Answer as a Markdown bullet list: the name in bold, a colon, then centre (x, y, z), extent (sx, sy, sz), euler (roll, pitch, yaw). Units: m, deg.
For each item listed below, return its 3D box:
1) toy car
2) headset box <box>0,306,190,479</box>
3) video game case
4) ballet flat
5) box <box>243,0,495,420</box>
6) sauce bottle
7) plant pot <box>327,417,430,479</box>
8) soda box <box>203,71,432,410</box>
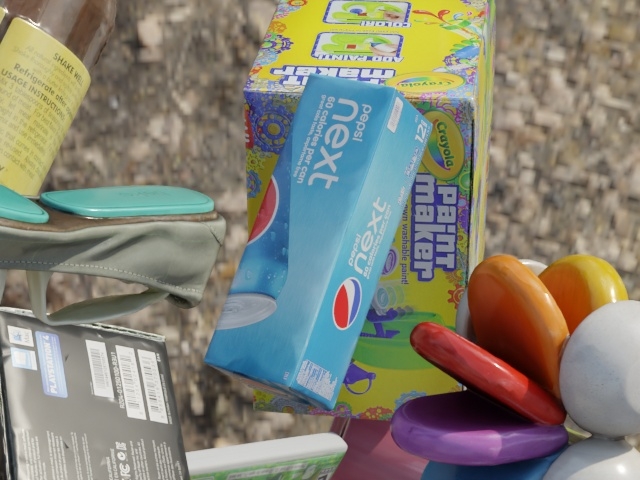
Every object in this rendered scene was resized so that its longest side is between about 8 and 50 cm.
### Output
- **toy car**: centre (0.105, 0.094, 0.984), extent (0.136, 0.182, 0.159), euler (5, 8, -30)
- **headset box**: centre (-0.203, 0.221, 1.098), extent (0.131, 0.283, 0.246), euler (14, 50, -36)
- **video game case**: centre (-0.092, 0.233, 1.338), extent (0.212, 0.193, 0.023), euler (-1, 37, -50)
- **ballet flat**: centre (-0.132, 0.005, 0.792), extent (0.213, 0.068, 0.072), euler (5, 15, -43)
- **box**: centre (0.048, -0.048, 1.466), extent (0.177, 0.290, 0.279), euler (3, 29, 7)
- **sauce bottle**: centre (-0.186, -0.101, 1.026), extent (0.111, 0.111, 0.344), euler (21, 72, 12)
- **plant pot**: centre (0.098, 0.201, 1.596), extent (0.180, 0.201, 0.201), euler (21, 56, -4)
- **soda box**: centre (0.000, 0.000, 1.175), extent (0.071, 0.067, 0.210), euler (14, 78, 30)
